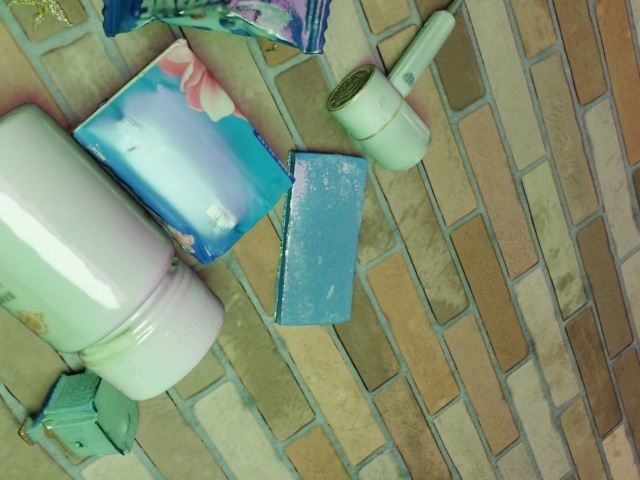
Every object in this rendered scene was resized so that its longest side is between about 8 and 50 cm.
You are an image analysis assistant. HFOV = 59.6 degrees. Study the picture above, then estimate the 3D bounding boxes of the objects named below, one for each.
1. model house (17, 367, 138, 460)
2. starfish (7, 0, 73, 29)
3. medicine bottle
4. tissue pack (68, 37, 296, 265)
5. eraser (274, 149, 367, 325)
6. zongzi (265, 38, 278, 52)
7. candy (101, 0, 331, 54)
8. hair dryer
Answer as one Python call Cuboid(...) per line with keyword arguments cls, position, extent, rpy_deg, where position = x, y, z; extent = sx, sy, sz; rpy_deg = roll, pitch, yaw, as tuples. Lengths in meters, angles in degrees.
Cuboid(cls="model house", position=(-0.379, 0.271, 0.865), extent=(0.149, 0.119, 0.148), rpy_deg=(-11, 129, 1))
Cuboid(cls="starfish", position=(-0.381, -0.334, 0.763), extent=(0.092, 0.016, 0.086), rpy_deg=(-16, 106, -17))
Cuboid(cls="medicine bottle", position=(-0.325, 0.026, 0.759), extent=(0.219, 0.219, 0.388), rpy_deg=(-45, 116, -9))
Cuboid(cls="tissue pack", position=(-0.196, -0.121, 0.826), extent=(0.209, 0.137, 0.269), rpy_deg=(-43, 116, -8))
Cuboid(cls="eraser", position=(0.000, 0.000, 0.995), extent=(0.144, 0.043, 0.311), rpy_deg=(1, 101, -24))
Cuboid(cls="zongzi", position=(-0.033, -0.411, 0.858), extent=(0.184, 0.084, 0.187), rpy_deg=(-28, 113, -10))
Cuboid(cls="candy", position=(-0.143, -0.362, 0.775), extent=(0.332, 0.077, 0.186), rpy_deg=(5, 110, -3))
Cuboid(cls="hair dryer", position=(0.175, -0.305, 0.982), extent=(0.173, 0.108, 0.357), rpy_deg=(41, 78, -29))
